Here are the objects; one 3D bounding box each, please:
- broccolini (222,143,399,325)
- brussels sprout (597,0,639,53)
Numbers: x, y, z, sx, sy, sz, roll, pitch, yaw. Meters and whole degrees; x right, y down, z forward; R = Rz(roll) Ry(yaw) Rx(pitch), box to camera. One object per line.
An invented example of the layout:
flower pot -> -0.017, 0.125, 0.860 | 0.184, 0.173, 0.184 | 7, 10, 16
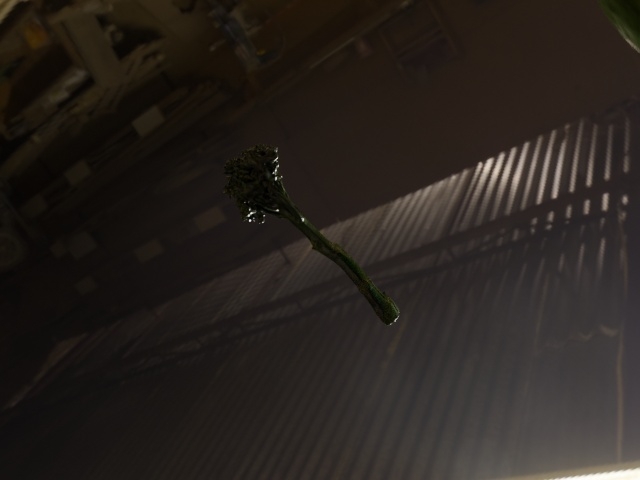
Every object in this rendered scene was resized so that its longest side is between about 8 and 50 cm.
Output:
broccolini -> -0.005, 0.005, 0.709 | 0.057, 0.254, 0.071 | -52, -164, -30
brussels sprout -> 0.291, -0.221, 0.334 | 0.315, 0.275, 0.371 | -11, -132, 8
